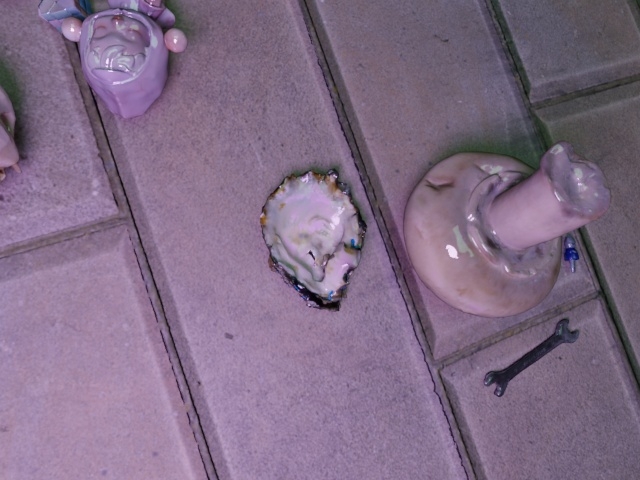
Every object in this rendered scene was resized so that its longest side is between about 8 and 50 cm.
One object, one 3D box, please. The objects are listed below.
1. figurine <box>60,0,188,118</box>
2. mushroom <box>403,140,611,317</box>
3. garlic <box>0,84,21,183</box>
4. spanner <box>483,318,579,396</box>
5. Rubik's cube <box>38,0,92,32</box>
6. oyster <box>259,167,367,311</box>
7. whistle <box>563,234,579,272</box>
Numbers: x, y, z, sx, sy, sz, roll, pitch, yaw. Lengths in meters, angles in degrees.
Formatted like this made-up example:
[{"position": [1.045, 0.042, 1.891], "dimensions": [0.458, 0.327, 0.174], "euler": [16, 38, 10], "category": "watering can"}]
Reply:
[{"position": [-0.321, -0.348, 0.752], "dimensions": [0.200, 0.133, 0.276], "euler": [6, 76, -5], "category": "figurine"}, {"position": [0.311, -0.028, 0.761], "dimensions": [0.314, 0.336, 0.314], "euler": [4, 72, -12], "category": "mushroom"}, {"position": [-0.549, -0.129, 0.634], "dimensions": [0.203, 0.185, 0.281], "euler": [24, 74, -30], "category": "garlic"}, {"position": [0.439, 0.240, 0.916], "dimensions": [0.254, 0.015, 0.054], "euler": [-27, 91, -17], "category": "spanner"}, {"position": [-0.441, -0.407, 0.756], "dimensions": [0.084, 0.075, 0.073], "euler": [-8, 86, -14], "category": "Rubik's cube"}, {"position": [-0.003, 0.001, 0.805], "dimensions": [0.198, 0.092, 0.259], "euler": [-18, 78, -16], "category": "oyster"}, {"position": [0.547, 0.028, 0.968], "dimensions": [0.033, 0.029, 0.083], "euler": [13, 71, -45], "category": "whistle"}]
